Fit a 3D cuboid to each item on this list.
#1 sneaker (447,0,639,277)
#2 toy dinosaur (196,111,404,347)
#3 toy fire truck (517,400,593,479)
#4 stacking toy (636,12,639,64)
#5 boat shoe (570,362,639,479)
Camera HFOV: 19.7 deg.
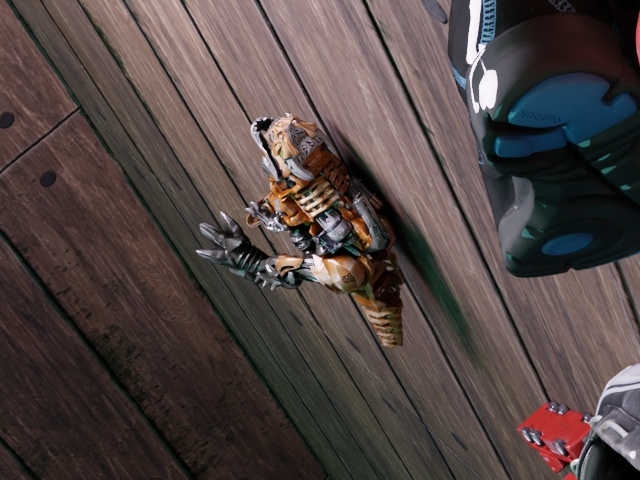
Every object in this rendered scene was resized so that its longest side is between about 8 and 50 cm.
[{"bbox_3d":[0.150,-0.079,1.129,0.341,0.125,0.140,65,-171,-66],"label":"sneaker"},{"bbox_3d":[0.000,0.000,1.935,0.218,0.164,0.322,14,125,46],"label":"toy dinosaur"},{"bbox_3d":[0.266,0.230,1.876,0.135,0.047,0.192,51,169,-12],"label":"toy fire truck"},{"bbox_3d":[0.260,0.005,0.854,0.330,0.141,0.141,54,171,5],"label":"stacking toy"},{"bbox_3d":[0.254,0.169,1.485,0.121,0.119,0.335,47,170,14],"label":"boat shoe"}]
